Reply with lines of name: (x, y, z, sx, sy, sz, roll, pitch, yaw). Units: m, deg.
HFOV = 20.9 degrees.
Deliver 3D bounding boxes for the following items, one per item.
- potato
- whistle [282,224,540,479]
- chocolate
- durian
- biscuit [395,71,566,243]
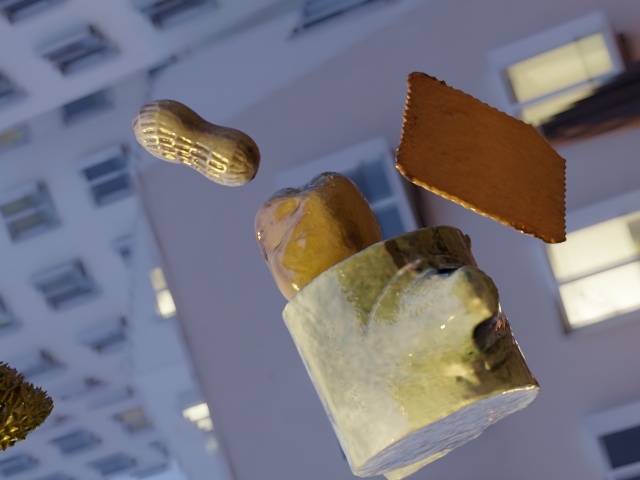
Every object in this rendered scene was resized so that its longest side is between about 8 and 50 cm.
potato: (0.001, 0.003, 2.308, 0.137, 0.154, 0.200, 34, -150, -49)
whistle: (0.093, 0.116, 1.638, 0.168, 0.188, 0.405, 65, -178, 16)
chocolate: (-0.146, -0.115, 2.022, 0.072, 0.167, 0.072, -57, -17, -27)
durian: (-0.360, 0.205, 1.973, 0.086, 0.100, 0.215, 28, -163, -3)
biscuit: (0.206, -0.104, 2.169, 0.237, 0.013, 0.232, 24, -142, -11)
